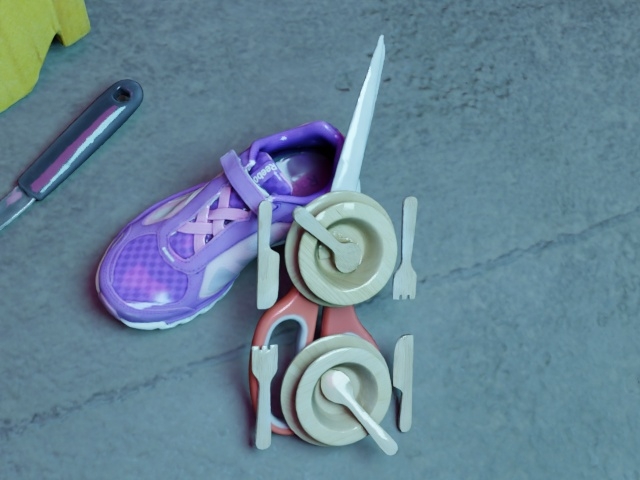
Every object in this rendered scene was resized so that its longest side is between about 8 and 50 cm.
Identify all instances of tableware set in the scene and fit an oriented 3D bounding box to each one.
[{"bbox_3d":[0.017,0.062,0.657,0.128,0.039,0.194,-3,102,-20],"label":"tableware set"}]

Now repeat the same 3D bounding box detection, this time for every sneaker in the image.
[{"bbox_3d":[-0.065,-0.022,0.694,0.236,0.104,0.095,-32,81,-19],"label":"sneaker"}]

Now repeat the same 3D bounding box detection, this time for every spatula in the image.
[{"bbox_3d":[-0.244,-0.025,0.698,0.084,0.030,0.296,39,68,7],"label":"spatula"}]

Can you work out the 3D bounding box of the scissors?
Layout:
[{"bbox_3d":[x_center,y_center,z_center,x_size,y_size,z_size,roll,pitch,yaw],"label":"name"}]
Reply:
[{"bbox_3d":[0.000,0.000,0.669,0.109,0.021,0.297,-3,103,-17],"label":"scissors"}]

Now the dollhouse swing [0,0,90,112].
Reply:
[{"bbox_3d":[-0.411,-0.225,0.617,0.305,0.315,0.347,40,67,18],"label":"dollhouse swing"}]
